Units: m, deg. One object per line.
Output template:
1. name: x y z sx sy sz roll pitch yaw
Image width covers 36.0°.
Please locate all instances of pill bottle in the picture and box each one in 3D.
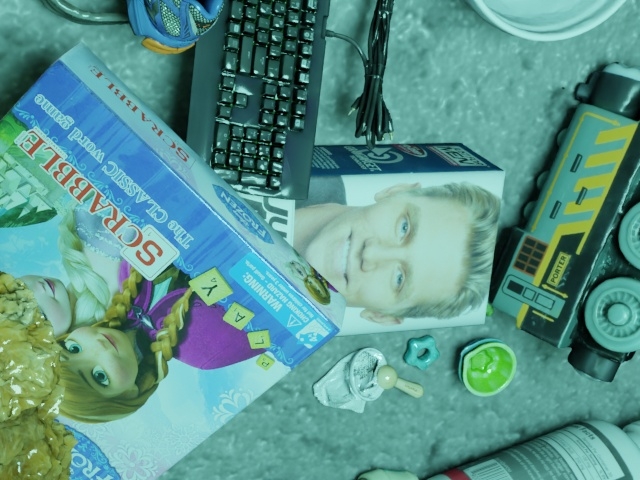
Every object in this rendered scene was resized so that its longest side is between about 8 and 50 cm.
1. pill bottle: 0.293 0.317 1.170 0.318 0.176 0.176 -17 115 -12

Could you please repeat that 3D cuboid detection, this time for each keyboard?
1. keyboard: -0.010 -0.193 0.885 0.201 0.033 0.317 7 87 -25

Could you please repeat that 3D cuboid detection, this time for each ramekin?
1. ramekin: 0.201 -0.300 0.934 0.207 0.109 0.207 -7 112 -17

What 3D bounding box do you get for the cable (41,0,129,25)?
1. cable: -0.128 -0.210 0.871 0.287 0.072 0.139 35 86 -26

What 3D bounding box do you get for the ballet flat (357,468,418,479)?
1. ballet flat: 0.083 0.384 1.183 0.086 0.086 0.248 -4 111 -18

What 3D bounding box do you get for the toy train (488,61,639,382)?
1. toy train: 0.310 -0.024 1.041 0.142 0.190 0.334 4 110 -62

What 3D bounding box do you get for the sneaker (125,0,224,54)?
1. sneaker: -0.118 -0.264 0.786 0.083 0.087 0.221 -22 105 -37

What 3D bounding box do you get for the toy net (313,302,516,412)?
1. toy net: 0.105 0.134 1.107 0.232 0.045 0.122 -14 115 -14

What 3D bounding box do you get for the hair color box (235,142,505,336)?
1. hair color box: 0.000 0.000 0.984 0.347 0.105 0.174 -4 112 -19

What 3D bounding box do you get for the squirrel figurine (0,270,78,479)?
1. squirrel figurine: -0.389 0.097 0.760 0.397 0.281 0.370 -10 103 -3

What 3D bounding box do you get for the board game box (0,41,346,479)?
1. board game box: -0.200 0.052 0.863 0.318 0.066 0.319 -41 103 20
